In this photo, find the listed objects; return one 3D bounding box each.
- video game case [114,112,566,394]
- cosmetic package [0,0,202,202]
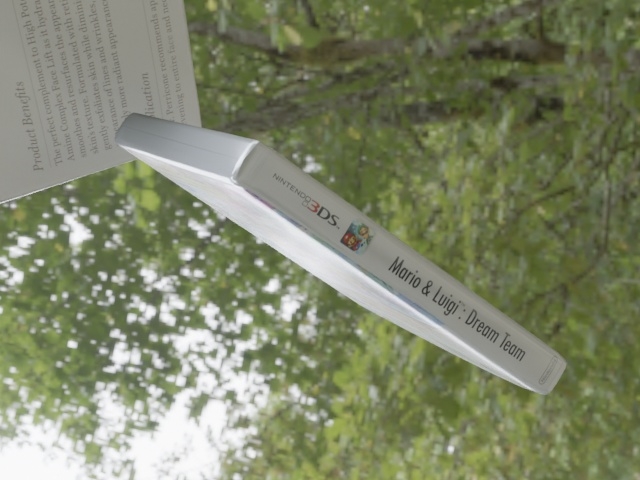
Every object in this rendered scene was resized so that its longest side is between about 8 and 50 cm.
[{"bbox_3d":[0.000,0.000,0.431,0.143,0.157,0.019,35,-95,-25],"label":"video game case"},{"bbox_3d":[-0.175,-0.075,0.494,0.231,0.085,0.117,-19,-58,-24],"label":"cosmetic package"}]
